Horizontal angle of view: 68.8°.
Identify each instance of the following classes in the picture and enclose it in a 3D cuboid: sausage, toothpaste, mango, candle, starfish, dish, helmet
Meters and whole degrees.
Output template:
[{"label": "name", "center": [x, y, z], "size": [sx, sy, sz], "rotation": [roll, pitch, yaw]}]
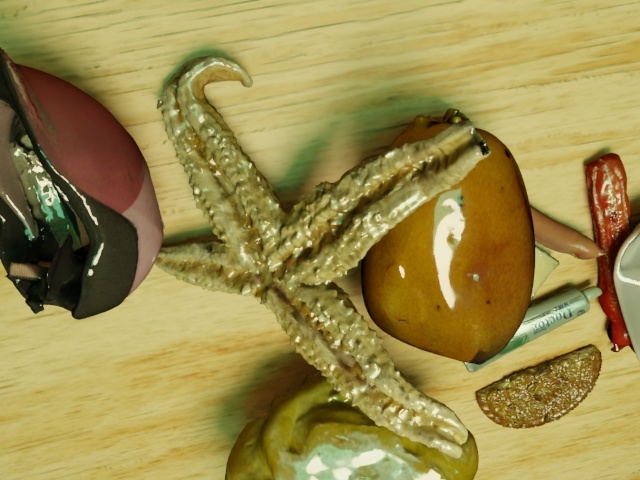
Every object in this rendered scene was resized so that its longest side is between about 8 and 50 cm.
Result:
[{"label": "sausage", "center": [0.292, -0.019, 0.613], "size": [0.177, 0.040, 0.047], "rotation": [27, 146, -17]}, {"label": "toothpaste", "center": [0.302, 0.122, 0.680], "size": [0.218, 0.041, 0.064], "rotation": [-29, 102, 7]}, {"label": "mango", "center": [0.144, 0.000, 0.534], "size": [0.202, 0.153, 0.287], "rotation": [-14, 108, -14]}, {"label": "candle", "center": [0.413, 0.034, 0.655], "size": [0.051, 0.048, 0.329], "rotation": [-29, 114, -13]}, {"label": "starfish", "center": [0.000, 0.000, 0.479], "size": [0.432, 0.082, 0.323], "rotation": [28, 114, 20]}, {"label": "dish", "center": [0.480, 0.058, 0.632], "size": [0.154, 0.064, 0.234], "rotation": [-42, 116, -16]}, {"label": "helmet", "center": [-0.243, -0.050, 0.464], "size": [0.199, 0.154, 0.253], "rotation": [7, 105, 33]}]

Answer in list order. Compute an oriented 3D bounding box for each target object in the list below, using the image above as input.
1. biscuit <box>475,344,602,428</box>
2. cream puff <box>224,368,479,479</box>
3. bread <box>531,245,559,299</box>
[{"label": "biscuit", "center": [0.357, 0.248, 0.746], "size": [0.206, 0.025, 0.126], "rotation": [-23, 114, 2]}, {"label": "cream puff", "center": [0.037, 0.305, 0.632], "size": [0.324, 0.270, 0.274], "rotation": [-14, 80, -3]}, {"label": "bread", "center": [0.248, 0.020, 0.633], "size": [0.154, 0.028, 0.068], "rotation": [27, 107, -17]}]
